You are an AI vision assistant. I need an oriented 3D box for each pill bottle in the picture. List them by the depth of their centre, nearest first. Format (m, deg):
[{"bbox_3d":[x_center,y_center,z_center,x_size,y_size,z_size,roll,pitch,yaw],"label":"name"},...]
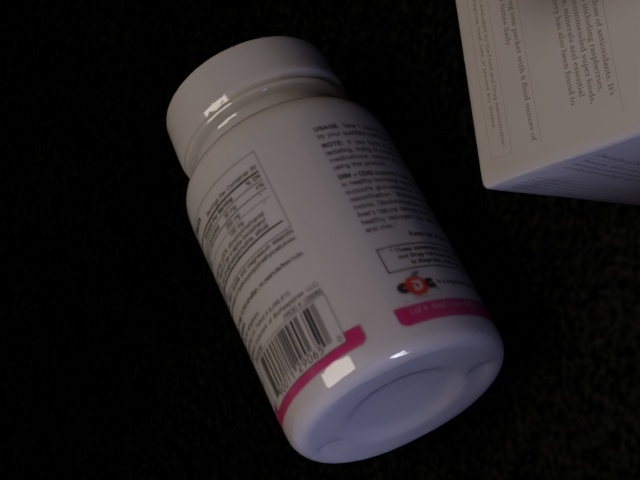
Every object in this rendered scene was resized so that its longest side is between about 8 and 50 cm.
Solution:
[{"bbox_3d":[0.000,0.000,0.966,0.160,0.160,0.283,-50,54,36],"label":"pill bottle"}]

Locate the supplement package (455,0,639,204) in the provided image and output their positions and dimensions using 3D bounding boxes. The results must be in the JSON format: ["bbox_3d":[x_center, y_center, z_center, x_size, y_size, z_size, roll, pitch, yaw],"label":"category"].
[{"bbox_3d":[0.233,-0.139,0.687,0.293,0.175,0.177,-19,72,47],"label":"supplement package"}]
